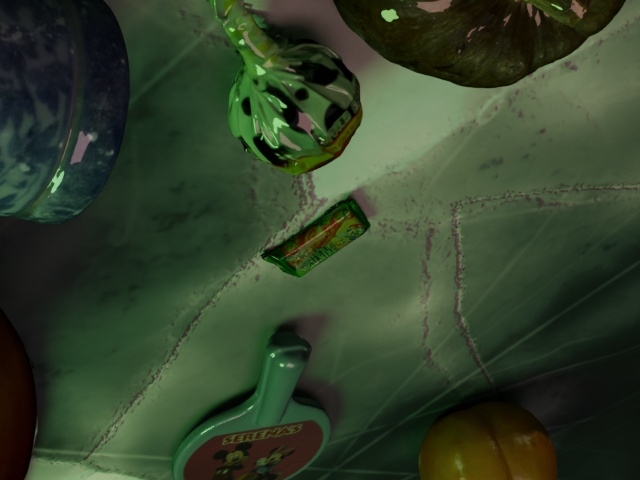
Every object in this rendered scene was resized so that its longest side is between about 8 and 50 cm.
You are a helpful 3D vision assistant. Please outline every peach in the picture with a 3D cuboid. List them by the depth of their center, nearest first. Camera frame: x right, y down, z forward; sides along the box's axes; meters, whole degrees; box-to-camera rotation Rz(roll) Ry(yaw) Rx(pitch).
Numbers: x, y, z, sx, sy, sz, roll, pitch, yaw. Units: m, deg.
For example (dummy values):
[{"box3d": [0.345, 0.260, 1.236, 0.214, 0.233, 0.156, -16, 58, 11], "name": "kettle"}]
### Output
[{"box3d": [0.169, 0.231, 1.438, 0.138, 0.138, 0.138, -16, 141, -13], "name": "peach"}]

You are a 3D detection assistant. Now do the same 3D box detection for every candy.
[{"box3d": [-0.069, -0.149, 0.924, 0.091, 0.083, 0.305, -21, 137, 21], "name": "candy"}]

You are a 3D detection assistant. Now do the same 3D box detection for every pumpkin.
[{"box3d": [0.111, -0.185, 0.899, 0.219, 0.162, 0.219, -19, 141, -16], "name": "pumpkin"}]

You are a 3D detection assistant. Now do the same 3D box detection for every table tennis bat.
[{"box3d": [-0.054, 0.165, 1.312, 0.152, 0.040, 0.244, -6, 142, -23], "name": "table tennis bat"}]

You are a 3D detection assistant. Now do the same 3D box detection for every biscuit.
[{"box3d": [0.000, 0.000, 1.164, 0.089, 0.016, 0.046, -35, 141, 11], "name": "biscuit"}]

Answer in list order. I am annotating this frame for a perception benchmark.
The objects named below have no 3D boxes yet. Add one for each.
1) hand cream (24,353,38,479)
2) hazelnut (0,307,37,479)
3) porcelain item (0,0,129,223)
[{"box3d": [-0.283, 0.184, 1.200, 0.079, 0.050, 0.275, 16, 136, -7], "name": "hand cream"}, {"box3d": [-0.295, 0.099, 0.993, 0.208, 0.208, 0.208, -16, 141, -13], "name": "hazelnut"}, {"box3d": [-0.186, -0.085, 0.851, 0.114, 0.147, 0.147, 8, 131, -36], "name": "porcelain item"}]
